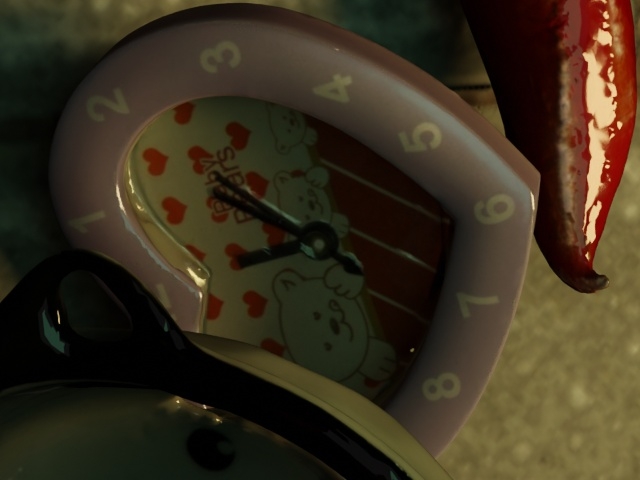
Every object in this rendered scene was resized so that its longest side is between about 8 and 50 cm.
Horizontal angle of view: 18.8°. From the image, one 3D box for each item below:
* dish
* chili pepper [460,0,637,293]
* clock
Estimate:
[{"bbox_3d":[-0.041,0.143,0.674,0.303,0.120,0.303,5,108,16],"label":"dish"},{"bbox_3d":[0.052,-0.168,0.719,0.368,0.092,0.137,59,35,-17],"label":"chili pepper"},{"bbox_3d":[0.000,0.000,0.725,0.172,0.064,0.198,-18,106,12],"label":"clock"}]
